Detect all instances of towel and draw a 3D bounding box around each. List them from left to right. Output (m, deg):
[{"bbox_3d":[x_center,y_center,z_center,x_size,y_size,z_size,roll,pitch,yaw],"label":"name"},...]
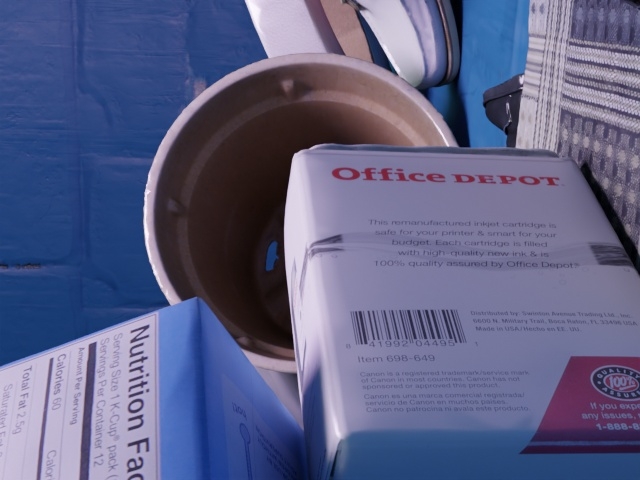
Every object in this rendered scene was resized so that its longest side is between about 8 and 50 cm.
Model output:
[{"bbox_3d":[0.172,-0.065,0.573,0.312,0.056,0.324,-117,30,-74],"label":"towel"}]

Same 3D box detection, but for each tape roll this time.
[{"bbox_3d":[0.001,-0.284,1.407,0.392,0.072,0.392,56,-160,-33],"label":"tape roll"}]

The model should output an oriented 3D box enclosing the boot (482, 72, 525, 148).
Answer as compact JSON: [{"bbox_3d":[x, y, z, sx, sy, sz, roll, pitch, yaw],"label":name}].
[{"bbox_3d":[0.151,-0.068,0.801,0.121,0.045,0.099,159,108,-85],"label":"boot"}]

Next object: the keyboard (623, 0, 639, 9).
[{"bbox_3d":[0.160,-0.195,0.448,0.100,0.038,0.192,50,120,49],"label":"keyboard"}]

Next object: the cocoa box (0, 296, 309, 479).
[{"bbox_3d":[-0.075,0.238,0.510,0.347,0.228,0.231,59,-165,-44],"label":"cocoa box"}]

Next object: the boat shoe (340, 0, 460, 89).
[{"bbox_3d":[0.047,-0.294,1.150,0.302,0.103,0.113,66,154,2],"label":"boat shoe"}]

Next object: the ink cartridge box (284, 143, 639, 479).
[{"bbox_3d":[0.068,0.045,0.516,0.218,0.158,0.092,-98,12,-53],"label":"ink cartridge box"}]

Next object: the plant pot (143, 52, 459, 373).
[{"bbox_3d":[0.000,0.000,1.226,0.305,0.333,0.334,65,-156,-76],"label":"plant pot"}]

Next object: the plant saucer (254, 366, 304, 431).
[{"bbox_3d":[0.019,0.248,1.309,0.400,0.100,0.400,51,179,1],"label":"plant saucer"}]
